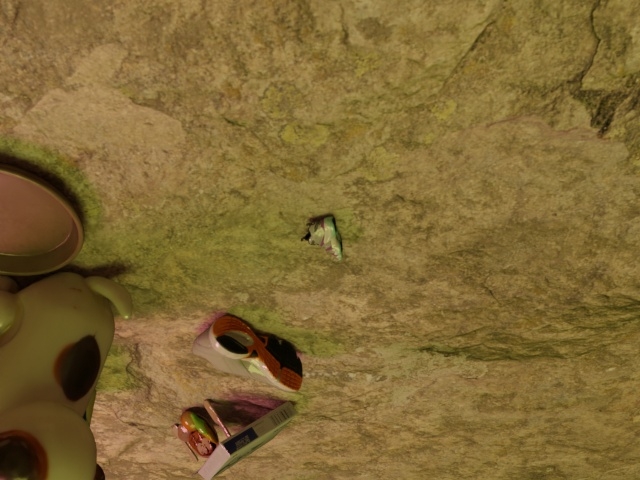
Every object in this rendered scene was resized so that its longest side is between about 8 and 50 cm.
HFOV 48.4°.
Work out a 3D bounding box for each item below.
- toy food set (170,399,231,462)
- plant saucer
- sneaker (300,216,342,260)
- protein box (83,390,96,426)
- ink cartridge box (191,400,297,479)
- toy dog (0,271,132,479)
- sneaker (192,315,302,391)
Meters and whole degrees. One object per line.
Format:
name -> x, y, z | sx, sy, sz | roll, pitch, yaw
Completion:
toy food set -> -0.307, 0.484, 1.764 | 0.192, 0.132, 0.038 | -42, 171, 38
plant saucer -> -0.532, -0.037, 1.177 | 0.278, 0.041, 0.277 | -2, 141, -1
sneaker -> 0.000, 0.000, 1.247 | 0.069, 0.038, 0.098 | -9, 131, 11
protein box -> -0.623, 0.349, 1.565 | 0.201, 0.135, 0.199 | 1, 141, -3
ink cartridge box -> -0.186, 0.502, 1.743 | 0.223, 0.045, 0.224 | -23, 159, -41
toy dog -> -0.494, 0.285, 1.266 | 0.396, 0.407, 0.284 | -15, 146, 5
sneaker -> -0.153, 0.250, 1.510 | 0.121, 0.099, 0.262 | -27, 127, 38
